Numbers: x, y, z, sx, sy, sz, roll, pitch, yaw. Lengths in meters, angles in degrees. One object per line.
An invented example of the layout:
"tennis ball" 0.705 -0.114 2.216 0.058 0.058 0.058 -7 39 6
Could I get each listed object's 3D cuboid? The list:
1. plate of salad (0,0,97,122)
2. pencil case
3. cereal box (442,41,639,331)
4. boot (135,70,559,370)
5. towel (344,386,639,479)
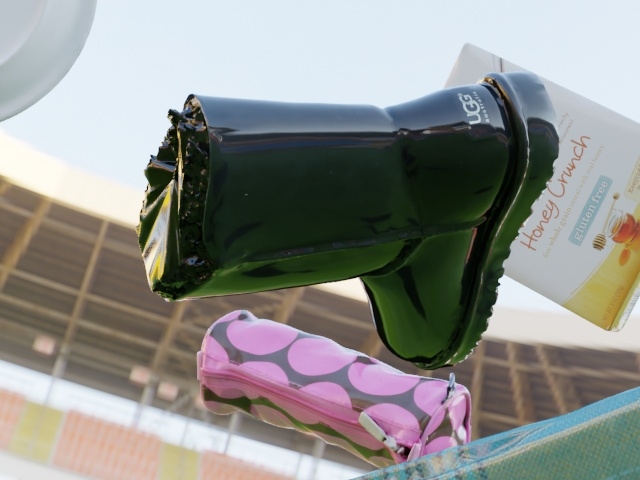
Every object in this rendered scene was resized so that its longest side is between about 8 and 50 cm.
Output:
"plate of salad" -0.245 -0.167 0.950 0.199 0.200 0.048 16 -6 -3
"pencil case" 0.005 0.114 1.049 0.209 0.095 0.098 15 20 30
"cereal box" 0.195 -0.049 1.278 0.240 0.173 0.047 29 9 25
"boot" 0.000 0.000 0.806 0.207 0.094 0.246 -6 -32 -17
"towel" 0.109 0.228 0.407 0.271 0.370 0.040 -22 -11 28
